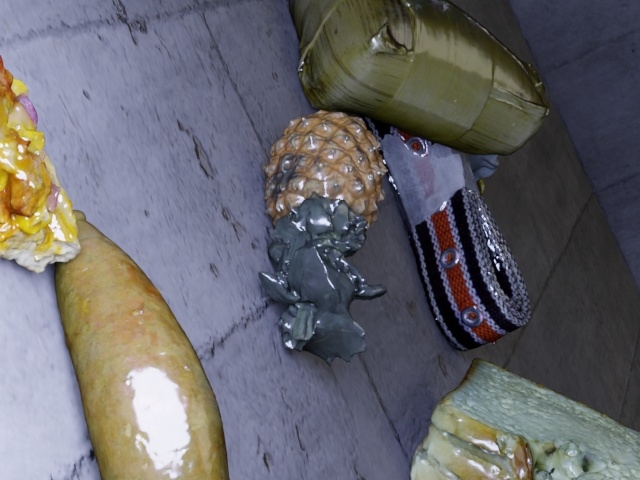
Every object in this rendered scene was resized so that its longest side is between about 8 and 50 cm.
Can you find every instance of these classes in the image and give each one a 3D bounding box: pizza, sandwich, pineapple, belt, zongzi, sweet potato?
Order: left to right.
[{"bbox_3d":[-0.205,-0.082,1.060,0.246,0.058,0.127,58,18,-20],"label":"pizza"},{"bbox_3d":[-0.086,0.137,1.105,0.108,0.079,0.346,28,43,-85],"label":"sweet potato"},{"bbox_3d":[0.000,0.000,1.556,0.119,0.111,0.237,24,40,-22],"label":"pineapple"},{"bbox_3d":[0.090,-0.232,2.006,0.274,0.145,0.300,17,35,-34],"label":"zongzi"},{"bbox_3d":[0.130,-0.051,2.068,0.126,0.094,0.360,26,41,-60],"label":"belt"},{"bbox_3d":[0.230,0.217,1.731,0.273,0.095,0.249,25,10,12],"label":"sandwich"}]

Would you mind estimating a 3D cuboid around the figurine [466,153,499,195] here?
[{"bbox_3d":[0.152,-0.153,2.261,0.143,0.143,0.271,-88,175,-57],"label":"figurine"}]
